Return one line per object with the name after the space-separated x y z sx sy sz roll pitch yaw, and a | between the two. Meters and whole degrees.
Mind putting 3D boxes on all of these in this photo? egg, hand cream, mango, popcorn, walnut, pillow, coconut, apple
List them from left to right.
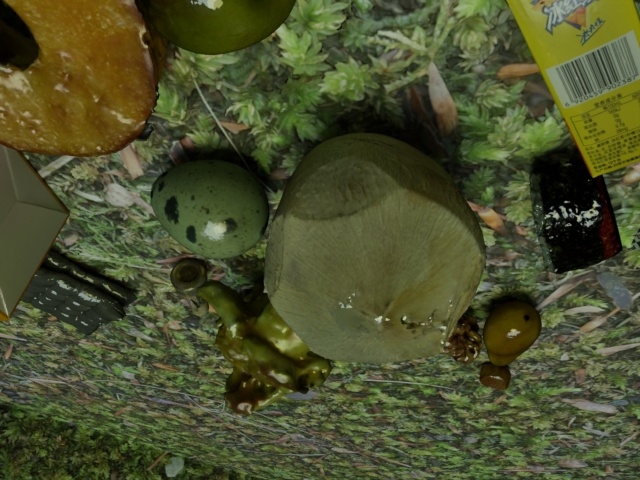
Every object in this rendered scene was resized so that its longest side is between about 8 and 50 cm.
-0.664 0.125 1.357 0.326 0.101 0.228 38 135 -28 | pillow
-0.311 0.128 1.307 0.084 0.084 0.203 9 148 1 | hand cream
-0.203 -0.062 0.965 0.228 0.177 0.177 20 143 10 | egg
-0.115 -0.312 0.613 0.157 0.196 0.196 28 155 38 | apple
-0.118 0.205 1.232 0.325 0.290 0.321 1 109 56 | popcorn
0.076 0.026 0.834 0.346 0.360 0.346 3 124 4 | coconut
0.309 0.198 1.203 0.170 0.143 0.069 36 125 -29 | walnut
0.433 0.215 1.214 0.136 0.099 0.227 -25 143 -11 | mango

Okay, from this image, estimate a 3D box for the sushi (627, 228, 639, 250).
0.645 -0.008 0.964 0.126 0.026 0.120 2 142 11 | sushi

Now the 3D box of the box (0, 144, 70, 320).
-0.693 -0.029 1.021 0.213 0.283 0.259 0 140 14 | box

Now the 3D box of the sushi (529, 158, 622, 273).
0.421 -0.037 0.894 0.126 0.136 0.225 -13 143 30 | sushi

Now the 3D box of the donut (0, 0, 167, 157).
-0.411 -0.296 0.734 0.435 0.163 0.378 -3 141 12 | donut

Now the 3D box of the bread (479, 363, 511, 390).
0.473 0.363 1.442 0.085 0.053 0.085 16 145 12 | bread

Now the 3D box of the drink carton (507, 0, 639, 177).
0.310 -0.251 0.632 0.111 0.155 0.351 -22 132 32 | drink carton
